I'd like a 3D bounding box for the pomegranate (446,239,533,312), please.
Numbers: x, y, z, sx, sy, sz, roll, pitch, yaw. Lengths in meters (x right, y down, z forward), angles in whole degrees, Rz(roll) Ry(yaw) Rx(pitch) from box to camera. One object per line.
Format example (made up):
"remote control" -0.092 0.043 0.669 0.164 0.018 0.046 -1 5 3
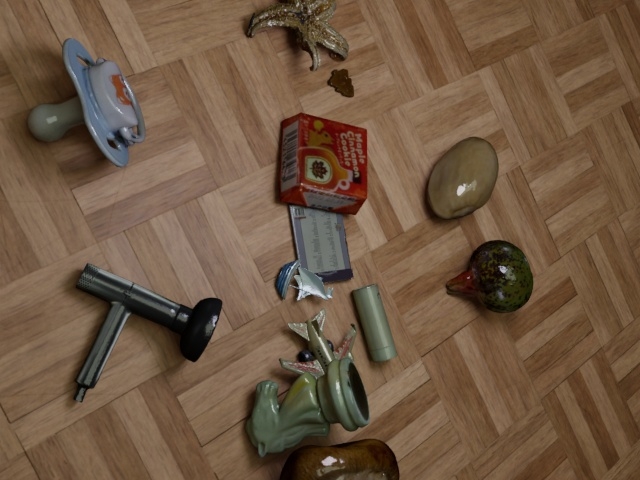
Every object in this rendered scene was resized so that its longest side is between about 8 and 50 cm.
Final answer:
"pomegranate" 0.486 0.109 2.127 0.247 0.214 0.214 -12 86 7

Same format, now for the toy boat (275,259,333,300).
"toy boat" -0.040 0.102 1.874 0.149 0.034 0.106 0 85 -4

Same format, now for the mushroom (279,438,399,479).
"mushroom" 0.051 0.619 1.702 0.345 0.259 0.346 -14 117 -30

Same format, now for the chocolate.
"chocolate" 0.015 -0.206 1.934 0.234 0.108 0.238 11 68 -26

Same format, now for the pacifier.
"pacifier" -0.533 -0.285 1.626 0.233 0.244 0.300 -19 86 0

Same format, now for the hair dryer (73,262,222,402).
"hair dryer" -0.415 0.227 1.653 0.320 0.155 0.284 17 93 -13

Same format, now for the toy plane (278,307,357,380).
"toy plane" 0.013 0.309 1.852 0.241 0.104 0.256 -19 91 -33

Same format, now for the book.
"book" 0.000 0.000 1.949 0.157 0.026 0.231 -6 83 -27

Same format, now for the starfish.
"starfish" -0.055 -0.586 1.979 0.303 0.113 0.312 -8 76 -33

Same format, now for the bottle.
"bottle" 0.146 0.220 1.961 0.072 0.072 0.202 -16 89 -31

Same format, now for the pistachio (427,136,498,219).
"pistachio" 0.419 -0.178 2.141 0.181 0.162 0.293 27 67 10

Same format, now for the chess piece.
"chess piece" -0.044 0.397 1.739 0.298 0.176 0.176 -20 91 11

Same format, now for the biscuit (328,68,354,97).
"biscuit" 0.064 -0.443 2.069 0.092 0.016 0.082 51 57 -13
